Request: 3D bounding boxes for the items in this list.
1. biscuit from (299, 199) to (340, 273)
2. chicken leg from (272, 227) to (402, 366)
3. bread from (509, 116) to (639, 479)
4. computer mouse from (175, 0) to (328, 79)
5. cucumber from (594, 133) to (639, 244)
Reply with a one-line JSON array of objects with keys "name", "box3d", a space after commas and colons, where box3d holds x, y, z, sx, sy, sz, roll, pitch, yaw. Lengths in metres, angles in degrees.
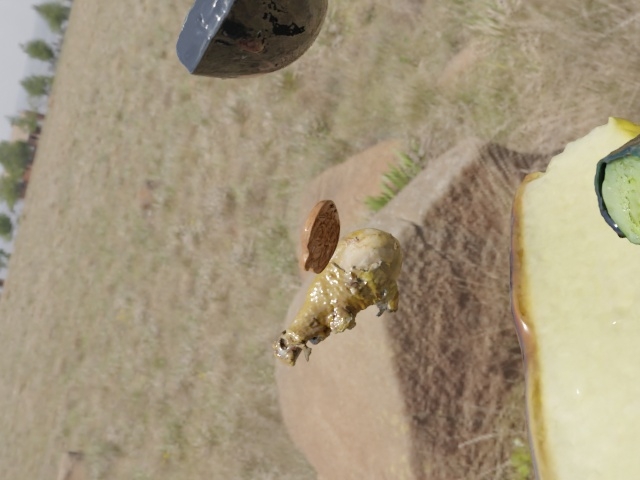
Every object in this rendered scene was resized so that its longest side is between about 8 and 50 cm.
[{"name": "biscuit", "box3d": [0.000, 0.000, 0.882, 0.078, 0.015, 0.091, -61, -25, -25]}, {"name": "chicken leg", "box3d": [0.025, 0.076, 1.001, 0.207, 0.101, 0.085, -49, 37, -11]}, {"name": "bread", "box3d": [0.276, 0.125, 0.575, 0.143, 0.333, 0.324, -30, 37, 31]}, {"name": "computer mouse", "box3d": [-0.073, -0.300, 1.125, 0.100, 0.269, 0.170, 44, 124, 13]}, {"name": "cucumber", "box3d": [0.248, -0.070, 0.429, 0.062, 0.211, 0.078, 64, 164, -17]}]
